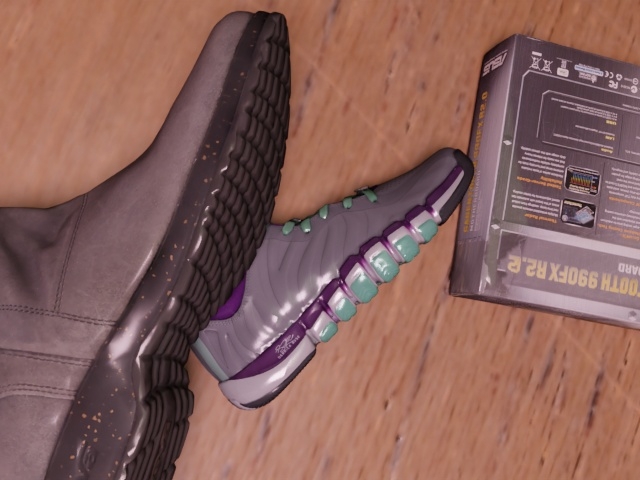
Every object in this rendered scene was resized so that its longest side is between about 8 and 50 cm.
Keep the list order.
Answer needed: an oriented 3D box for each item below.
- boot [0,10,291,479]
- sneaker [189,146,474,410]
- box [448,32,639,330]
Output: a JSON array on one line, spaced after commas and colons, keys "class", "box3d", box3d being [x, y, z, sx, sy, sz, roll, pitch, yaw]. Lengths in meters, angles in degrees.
[{"class": "boot", "box3d": [-0.159, -0.002, 0.447, 0.222, 0.118, 0.338, 18, 75, 11]}, {"class": "sneaker", "box3d": [0.000, 0.000, 0.515, 0.098, 0.083, 0.223, 45, 78, 0]}, {"class": "box", "box3d": [0.219, -0.030, 0.578, 0.231, 0.056, 0.183, 10, 83, -11]}]
